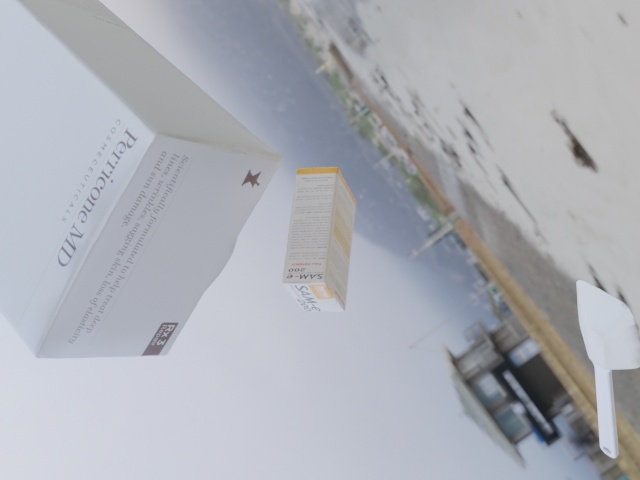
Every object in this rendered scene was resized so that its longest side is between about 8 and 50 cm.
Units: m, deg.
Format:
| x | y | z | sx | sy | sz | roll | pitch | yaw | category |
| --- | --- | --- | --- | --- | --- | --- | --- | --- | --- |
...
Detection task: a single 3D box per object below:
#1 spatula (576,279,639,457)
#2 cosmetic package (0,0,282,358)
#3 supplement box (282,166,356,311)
| x | y | z | sx | sy | sz | roll | pitch | yaw | category |
| --- | --- | --- | --- | --- | --- | --- | --- | --- | --- |
| 0.255 | 0.135 | 0.744 | 0.168 | 0.019 | 0.242 | 35 | 161 | 36 | spatula |
| -0.239 | -0.094 | 0.895 | 0.385 | 0.217 | 0.156 | 41 | -161 | 34 | cosmetic package |
| 0.000 | 0.000 | 0.795 | 0.062 | 0.036 | 0.098 | 58 | -146 | -60 | supplement box |
